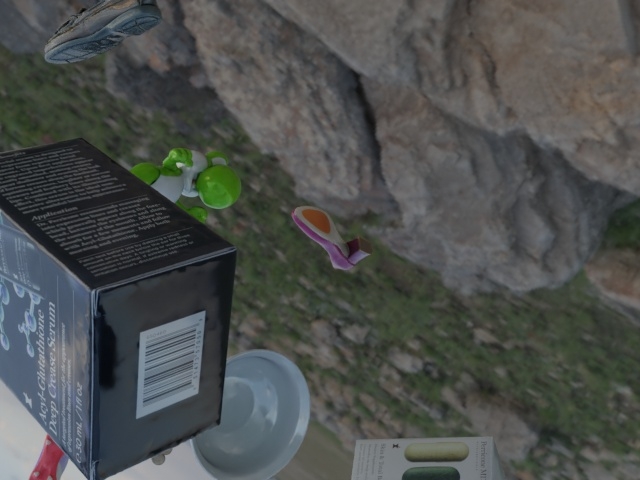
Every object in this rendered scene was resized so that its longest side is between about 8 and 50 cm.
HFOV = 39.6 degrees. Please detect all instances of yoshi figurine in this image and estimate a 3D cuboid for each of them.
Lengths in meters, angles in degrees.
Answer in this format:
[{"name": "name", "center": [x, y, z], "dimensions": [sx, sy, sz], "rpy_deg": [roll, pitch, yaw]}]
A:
[{"name": "yoshi figurine", "center": [-0.330, -0.121, 2.129], "dimensions": [0.203, 0.362, 0.203], "rpy_deg": [-28, 89, 47]}]

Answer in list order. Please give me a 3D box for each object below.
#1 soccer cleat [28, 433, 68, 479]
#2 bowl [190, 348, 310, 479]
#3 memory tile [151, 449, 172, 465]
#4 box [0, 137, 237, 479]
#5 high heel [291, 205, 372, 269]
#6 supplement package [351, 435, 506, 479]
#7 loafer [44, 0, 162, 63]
[{"name": "soccer cleat", "center": [-0.643, 0.524, 2.168], "dimensions": [0.083, 0.248, 0.095], "rpy_deg": [22, 147, -3]}, {"name": "bowl", "center": [-0.178, 0.373, 1.953], "dimensions": [0.298, 0.298, 0.134], "rpy_deg": [44, 162, -28]}, {"name": "memory tile", "center": [-0.445, 0.504, 2.295], "dimensions": [0.148, 0.113, 0.012], "rpy_deg": [34, -166, 2]}, {"name": "box", "center": [-0.323, 0.074, 1.225], "dimensions": [0.395, 0.212, 0.293], "rpy_deg": [32, 126, 38]}, {"name": "high heel", "center": [0.000, 0.000, 2.036], "dimensions": [0.117, 0.082, 0.244], "rpy_deg": [-30, 142, 35]}, {"name": "supplement package", "center": [0.206, 0.501, 1.665], "dimensions": [0.263, 0.199, 0.198], "rpy_deg": [-5, 138, 18]}, {"name": "loafer", "center": [-0.411, -0.408, 1.667], "dimensions": [0.267, 0.084, 0.096], "rpy_deg": [-15, 174, 26]}]
